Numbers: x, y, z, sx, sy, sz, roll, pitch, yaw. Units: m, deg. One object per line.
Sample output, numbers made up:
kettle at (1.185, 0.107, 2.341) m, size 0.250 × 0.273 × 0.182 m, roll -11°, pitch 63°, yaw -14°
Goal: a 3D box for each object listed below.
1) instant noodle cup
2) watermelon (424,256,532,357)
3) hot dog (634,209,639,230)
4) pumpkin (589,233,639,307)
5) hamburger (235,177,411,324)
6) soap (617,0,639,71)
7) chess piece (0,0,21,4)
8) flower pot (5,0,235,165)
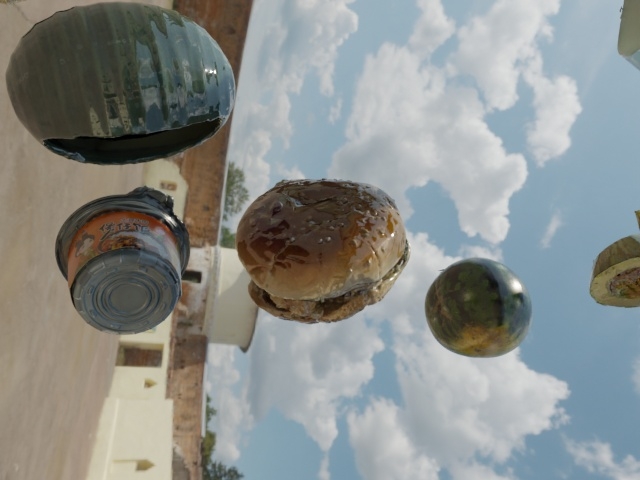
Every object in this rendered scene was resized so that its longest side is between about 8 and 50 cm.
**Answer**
instant noodle cup at (-0.257, 0.043, 0.638) m, size 0.125 × 0.178 × 0.208 m, roll -126°, pitch -133°, yaw -55°
watermelon at (0.400, 0.170, 1.220) m, size 0.269 × 0.269 × 0.268 m, roll -172°, pitch -90°, yaw -71°
hot dog at (0.904, -0.030, 1.215) m, size 0.123 × 0.262 × 0.093 m, roll -62°, pitch -176°, yaw 14°
pumpkin at (0.728, 0.062, 1.113) m, size 0.217 × 0.218 × 0.110 m, roll 123°, pitch -27°, yaw -52°
hamburger at (0.000, 0.000, 0.696) m, size 0.286 × 0.243 × 0.146 m, roll -120°, pitch -166°, yaw -58°
soap at (0.616, -0.375, 0.830) m, size 0.095 × 0.290 × 0.172 m, roll 14°, pitch -78°, yaw 46°
chess piece at (-0.362, -0.300, 0.573) m, size 0.035 × 0.092 × 0.035 m, roll 157°, pitch -90°, yaw -81°
flower pot at (-0.224, -0.179, 0.562) m, size 0.189 × 0.243 × 0.157 m, roll -16°, pitch -90°, yaw 67°
